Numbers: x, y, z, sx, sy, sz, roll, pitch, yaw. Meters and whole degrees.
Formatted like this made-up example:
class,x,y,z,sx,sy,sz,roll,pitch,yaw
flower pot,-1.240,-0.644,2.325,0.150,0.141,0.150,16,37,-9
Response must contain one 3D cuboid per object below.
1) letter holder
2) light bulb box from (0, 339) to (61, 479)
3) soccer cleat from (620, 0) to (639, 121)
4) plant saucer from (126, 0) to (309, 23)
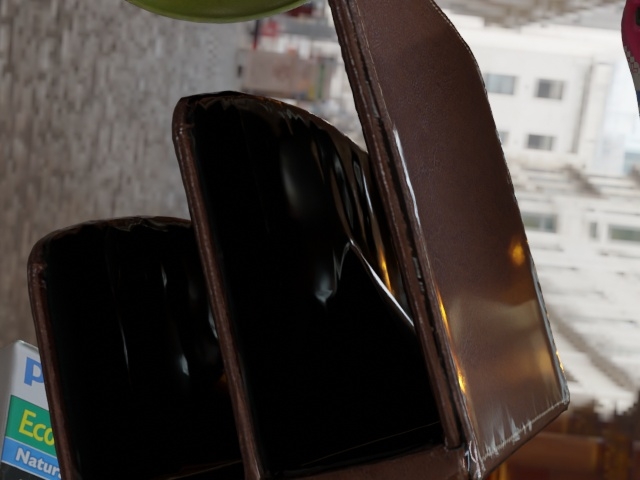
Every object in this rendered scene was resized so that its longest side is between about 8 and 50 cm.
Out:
class,x,y,z,sx,sy,sz,roll,pitch,yaw
letter holder,0.000,0.000,0.630,0.302,0.152,0.214,5,72,-74
light bulb box,-0.314,0.339,1.236,0.358,0.225,0.361,-28,-135,32
soccer cleat,0.341,-0.129,1.331,0.143,0.116,0.331,87,7,-48
plant saucer,-0.054,-0.244,0.813,0.037,0.241,0.241,-2,98,-81
